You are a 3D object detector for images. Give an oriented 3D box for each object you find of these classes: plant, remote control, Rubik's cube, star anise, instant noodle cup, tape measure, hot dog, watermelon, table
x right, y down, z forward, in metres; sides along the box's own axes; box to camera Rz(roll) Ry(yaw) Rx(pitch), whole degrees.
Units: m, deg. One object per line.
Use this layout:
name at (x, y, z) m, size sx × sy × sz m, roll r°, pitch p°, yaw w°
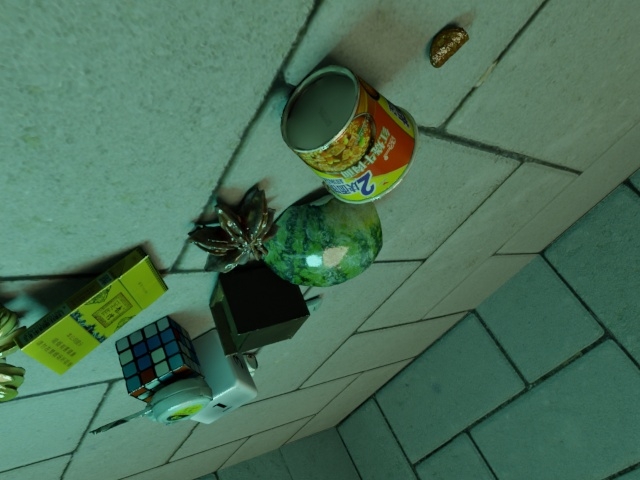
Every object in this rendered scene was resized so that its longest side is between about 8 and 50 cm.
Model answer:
plant at (-0.649, 0.253, 0.818) m, size 0.296 × 0.261 × 0.306 m, roll 7°, pitch 118°, yaw -44°
remote control at (-0.071, 0.228, 1.567) m, size 0.162 × 0.029 × 0.061 m, roll -15°, pitch 146°, yaw -17°
Rubik's cube at (-0.417, 0.317, 1.256) m, size 0.154 × 0.151 × 0.155 m, roll -26°, pitch 150°, yaw -7°
star anise at (-0.176, -0.010, 1.042) m, size 0.229 × 0.093 × 0.236 m, roll -42°, pitch 154°, yaw 8°
instant noodle cup at (0.043, -0.192, 0.852) m, size 0.213 × 0.213 × 0.174 m, roll -41°, pitch 142°, yaw 18°
tape measure at (-0.393, 0.384, 1.137) m, size 0.164 × 0.084 × 0.330 m, roll -40°, pitch 152°, yaw 12°
hot dog at (0.241, -0.370, 0.914) m, size 0.083 × 0.035 × 0.058 m, roll -42°, pitch 149°, yaw 19°
watermelon at (0.000, 0.000, 1.176) m, size 0.305 × 0.180 × 0.224 m, roll -21°, pitch 106°, yaw -9°
table at (-0.165, 0.170, 1.233) m, size 0.193 × 0.173 × 0.169 m, roll -12°, pitch 154°, yaw -28°

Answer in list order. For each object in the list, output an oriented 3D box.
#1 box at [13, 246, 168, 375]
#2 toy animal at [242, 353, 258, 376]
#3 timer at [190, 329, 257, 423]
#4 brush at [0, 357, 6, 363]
box at (-0.453, 0.145, 0.981) m, size 0.279 × 0.041 × 0.153 m, roll -41°, pitch 154°, yaw -22°
toy animal at (-0.282, 0.455, 1.682) m, size 0.124 × 0.085 × 0.071 m, roll -31°, pitch 169°, yaw 11°
timer at (-0.329, 0.413, 1.442) m, size 0.194 × 0.192 × 0.195 m, roll -29°, pitch 152°, yaw -3°
brush at (-0.791, 0.267, 0.921) m, size 0.327 × 0.065 × 0.070 m, roll 10°, pitch 134°, yaw -48°
